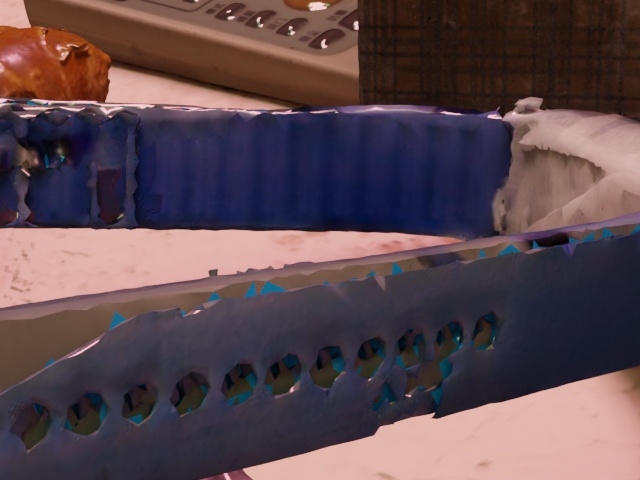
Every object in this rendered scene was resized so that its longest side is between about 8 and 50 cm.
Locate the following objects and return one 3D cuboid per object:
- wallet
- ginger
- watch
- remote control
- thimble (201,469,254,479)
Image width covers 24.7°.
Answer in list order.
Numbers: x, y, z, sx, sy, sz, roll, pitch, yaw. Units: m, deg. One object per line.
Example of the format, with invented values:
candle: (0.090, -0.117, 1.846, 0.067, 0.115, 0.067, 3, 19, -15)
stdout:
wallet: (0.089, -0.173, 0.571, 0.169, 0.317, 0.044, 2, 14, 18)
ginger: (-0.183, -0.057, 0.685, 0.103, 0.073, 0.162, 22, 48, 40)
watch: (0.008, 0.004, 0.446, 0.274, 0.068, 0.276, 3, 17, -10)
remote control: (-0.020, -0.122, 0.756, 0.285, 0.038, 0.123, 18, 45, 35)
thimble: (-0.062, 0.126, 0.375, 0.150, 0.098, 0.150, -9, 35, 6)
